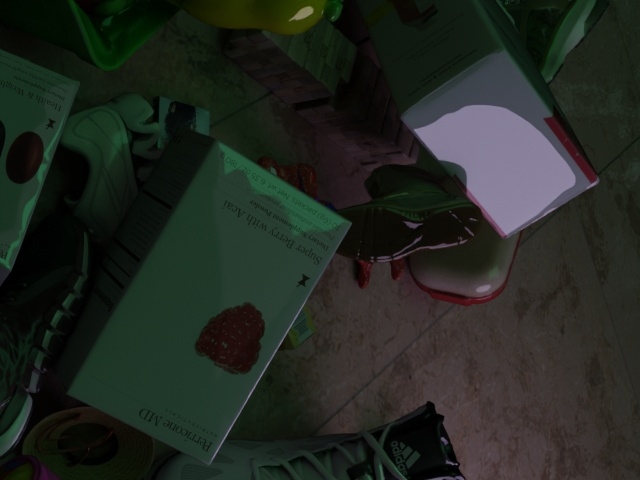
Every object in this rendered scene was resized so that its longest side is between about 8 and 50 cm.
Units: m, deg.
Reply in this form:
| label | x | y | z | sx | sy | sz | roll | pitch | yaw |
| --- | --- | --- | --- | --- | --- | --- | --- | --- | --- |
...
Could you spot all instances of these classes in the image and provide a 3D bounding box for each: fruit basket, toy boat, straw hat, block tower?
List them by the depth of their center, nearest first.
| label | x | y | z | sx | sy | sz | roll | pitch | yaw |
| --- | --- | --- | --- | --- | --- | --- | --- | --- | --- |
| fruit basket | -0.150 | -0.352 | 1.379 | 0.392 | 0.392 | 0.283 | -53 | 137 | -39 |
| straw hat | -0.254 | 0.212 | 1.416 | 0.144 | 0.144 | 0.061 | 46 | 13 | -35 |
| block tower | 0.009 | -0.218 | 1.759 | 0.335 | 0.091 | 0.097 | 38 | 59 | -40 |
| toy boat | 0.228 | 0.008 | 1.966 | 0.151 | 0.151 | 0.231 | 77 | 30 | -57 |

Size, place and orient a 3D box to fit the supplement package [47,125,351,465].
| label | x | y | z | sx | sy | sz | roll | pitch | yaw |
| --- | --- | --- | --- | --- | --- | --- | --- | --- | --- |
| supplement package | -0.134 | 0.053 | 1.369 | 0.177 | 0.175 | 0.293 | 31 | 88 | -22 |

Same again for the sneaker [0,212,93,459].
| label | x | y | z | sx | sy | sz | roll | pitch | yaw |
| --- | --- | --- | --- | --- | --- | --- | --- | --- | --- |
| sneaker | -0.342 | 0.071 | 1.312 | 0.162 | 0.106 | 0.281 | 35 | 60 | -37 |

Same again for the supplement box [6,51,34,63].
| label | x | y | z | sx | sy | sz | roll | pitch | yaw |
| --- | --- | --- | --- | --- | --- | --- | --- | --- | --- |
| supplement box | -0.355 | -0.171 | 1.377 | 0.098 | 0.036 | 0.062 | 13 | 75 | -47 |

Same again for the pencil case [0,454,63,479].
| label | x | y | z | sx | sy | sz | roll | pitch | yaw |
| --- | --- | --- | --- | --- | --- | --- | --- | --- | --- |
| pencil case | -0.262 | 0.329 | 1.370 | 0.236 | 0.104 | 0.104 | 52 | 50 | -30 |

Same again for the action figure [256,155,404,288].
| label | x | y | z | sx | sy | sz | roll | pitch | yaw |
| --- | --- | --- | --- | --- | --- | --- | --- | --- | --- |
| action figure | 0.000 | 0.000 | 1.713 | 0.280 | 0.091 | 0.139 | 43 | 43 | -36 |

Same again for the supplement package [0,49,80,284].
| label | x | y | z | sx | sy | sz | roll | pitch | yaw |
| --- | --- | --- | --- | --- | --- | --- | --- | --- | --- |
| supplement package | -0.362 | -0.076 | 1.224 | 0.194 | 0.149 | 0.203 | 21 | 67 | -17 |

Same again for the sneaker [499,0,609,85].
| label | x | y | z | sx | sy | sz | roll | pitch | yaw |
| --- | --- | --- | --- | --- | --- | --- | --- | --- | --- |
| sneaker | 0.305 | -0.320 | 2.115 | 0.182 | 0.158 | 0.410 | 40 | 52 | 0 |

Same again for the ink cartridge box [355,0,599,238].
| label | x | y | z | sx | sy | sz | roll | pitch | yaw |
| --- | --- | --- | --- | --- | --- | --- | --- | --- | --- |
| ink cartridge box | 0.201 | -0.234 | 1.796 | 0.279 | 0.160 | 0.385 | 44 | 20 | -36 |

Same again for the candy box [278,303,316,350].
| label | x | y | z | sx | sy | sz | roll | pitch | yaw |
| --- | --- | --- | --- | --- | --- | --- | --- | --- | --- |
| candy box | -0.088 | 0.044 | 1.598 | 0.053 | 0.109 | 0.187 | -39 | 114 | -44 |

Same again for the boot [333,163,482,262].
| label | x | y | z | sx | sy | sz | roll | pitch | yaw |
| --- | --- | --- | --- | --- | --- | --- | --- | --- | --- |
| boot | 0.083 | -0.042 | 1.692 | 0.213 | 0.165 | 0.077 | -7 | 115 | -18 |

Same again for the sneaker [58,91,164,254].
| label | x | y | z | sx | sy | sz | roll | pitch | yaw |
| --- | --- | --- | --- | --- | --- | --- | --- | --- | --- |
| sneaker | -0.225 | -0.015 | 1.471 | 0.118 | 0.110 | 0.292 | -19 | 102 | -27 |

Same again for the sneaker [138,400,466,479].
| label | x | y | z | sx | sy | sz | roll | pitch | yaw |
| --- | --- | --- | --- | --- | --- | --- | --- | --- | --- |
| sneaker | 0.004 | 0.265 | 1.533 | 0.447 | 0.257 | 0.169 | 4 | 58 | -52 |

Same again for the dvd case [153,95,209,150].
| label | x | y | z | sx | sy | sz | roll | pitch | yaw |
| --- | --- | --- | --- | --- | --- | --- | --- | --- | --- |
| dvd case | -0.172 | -0.111 | 1.596 | 0.087 | 0.013 | 0.119 | 13 | 76 | -47 |
